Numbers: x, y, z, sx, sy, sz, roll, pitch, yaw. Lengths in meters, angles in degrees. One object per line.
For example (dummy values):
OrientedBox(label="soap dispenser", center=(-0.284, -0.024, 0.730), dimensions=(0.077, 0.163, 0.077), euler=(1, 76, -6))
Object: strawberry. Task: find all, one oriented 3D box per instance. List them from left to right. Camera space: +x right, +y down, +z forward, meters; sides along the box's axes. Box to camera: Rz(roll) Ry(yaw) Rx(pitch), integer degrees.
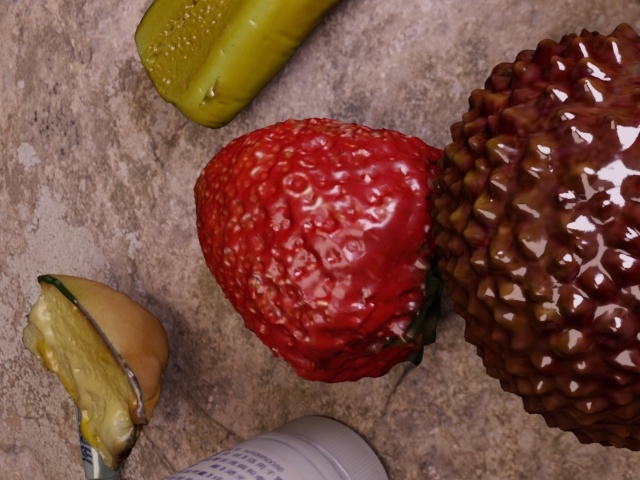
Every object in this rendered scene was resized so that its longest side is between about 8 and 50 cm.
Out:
OrientedBox(label="strawberry", center=(0.000, 0.000, 0.802), dimensions=(0.277, 0.257, 0.257), euler=(23, 110, 18))

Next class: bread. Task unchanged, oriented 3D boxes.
OrientedBox(label="bread", center=(-0.264, 0.154, 1.065), dimensions=(0.251, 0.133, 0.174), euler=(46, 125, 26))
OrientedBox(label="bread", center=(-0.048, -0.282, 0.863), dimensions=(0.383, 0.112, 0.166), euler=(-44, 72, 31))

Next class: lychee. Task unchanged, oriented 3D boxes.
OrientedBox(label="lychee", center=(0.231, 0.001, 0.630), dimensions=(0.330, 0.306, 0.306), euler=(51, 122, 37))

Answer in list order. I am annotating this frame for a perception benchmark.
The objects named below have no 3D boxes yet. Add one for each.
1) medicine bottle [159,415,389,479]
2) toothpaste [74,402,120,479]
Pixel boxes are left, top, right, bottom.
OrientedBox(label="medicine bottle", center=(-0.082, 0.317, 0.864), dimensions=(0.190, 0.332, 0.189), euler=(6, 100, 36))
OrientedBox(label="toothpaste", center=(-0.324, 0.220, 1.169), dimensions=(0.075, 0.048, 0.296), euler=(-8, 90, 33))
